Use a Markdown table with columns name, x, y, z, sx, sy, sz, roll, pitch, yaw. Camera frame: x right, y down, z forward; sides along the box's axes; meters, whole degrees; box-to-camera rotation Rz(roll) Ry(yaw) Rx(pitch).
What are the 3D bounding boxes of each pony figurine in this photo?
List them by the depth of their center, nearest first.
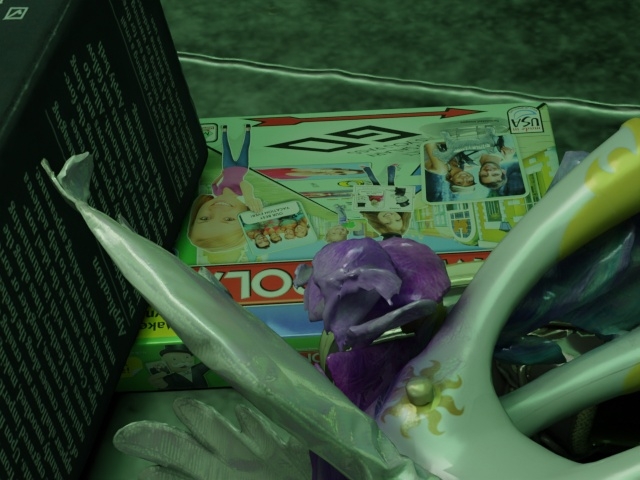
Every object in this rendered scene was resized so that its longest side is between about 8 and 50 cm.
| name | x | y | z | sx | sy | sz | roll | pitch | yaw |
| --- | --- | --- | --- | --- | --- | --- | --- | --- | --- |
| pony figurine | 0.053 | 0.100 | 0.846 | 0.363 | 0.303 | 0.351 | -33 | 52 | -14 |

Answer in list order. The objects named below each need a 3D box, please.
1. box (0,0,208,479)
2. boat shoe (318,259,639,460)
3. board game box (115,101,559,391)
| name | x | y | z | sx | sy | sz | roll | pitch | yaw |
| --- | --- | --- | --- | --- | --- | --- | --- | --- | --- |
| box | -0.269 | 0.004 | 1.013 | 0.294 | 0.212 | 0.395 | 1 | 44 | 18 |
| boat shoe | 0.143 | 0.077 | 1.031 | 0.285 | 0.103 | 0.092 | 2 | 38 | -3 |
| board game box | 0.000 | 0.000 | 1.163 | 0.317 | 0.046 | 0.213 | -3 | 42 | 0 |
